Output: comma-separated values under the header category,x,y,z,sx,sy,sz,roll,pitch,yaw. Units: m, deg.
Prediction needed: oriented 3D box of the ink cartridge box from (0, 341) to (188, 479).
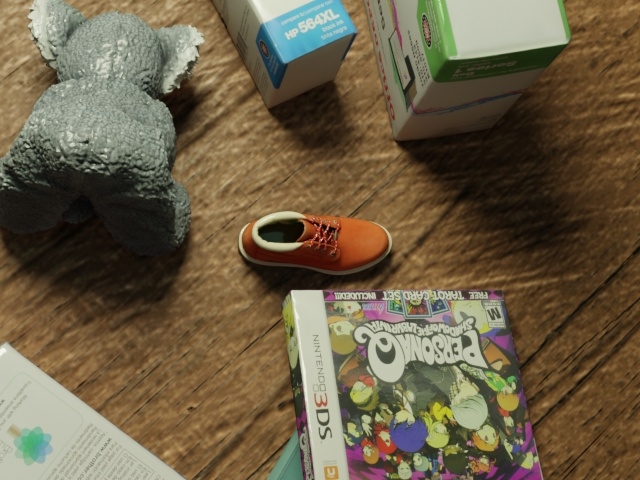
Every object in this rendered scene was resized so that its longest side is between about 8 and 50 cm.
category,x,y,z,sx,sy,sz,roll,pitch,yaw
ink cartridge box,-0.207,0.322,0.991,0.395,0.151,0.270,37,65,-2

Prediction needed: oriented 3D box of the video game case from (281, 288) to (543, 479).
category,x,y,z,sx,sy,sz,roll,pitch,yaw
video game case,0.087,0.149,1.108,0.232,0.042,0.210,1,64,-18

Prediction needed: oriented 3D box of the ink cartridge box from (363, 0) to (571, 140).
category,x,y,z,sx,sy,sz,roll,pitch,yaw
ink cartridge box,0.127,-0.230,1.107,0.117,0.278,0.201,-10,81,-8

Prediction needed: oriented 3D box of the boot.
category,x,y,z,sx,sy,sz,roll,pitch,yaw
boot,0.000,0.000,1.143,0.158,0.084,0.059,-1,78,-11

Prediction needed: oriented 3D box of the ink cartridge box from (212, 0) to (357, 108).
category,x,y,z,sx,sy,sz,roll,pitch,yaw
ink cartridge box,-0.056,-0.255,1.147,0.086,0.148,0.203,-26,85,-12

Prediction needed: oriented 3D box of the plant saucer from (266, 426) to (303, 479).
category,x,y,z,sx,sy,sz,roll,pitch,yaw
plant saucer,-0.013,0.235,1.131,0.067,0.018,0.192,32,75,-3

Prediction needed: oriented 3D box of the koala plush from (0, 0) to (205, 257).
category,x,y,z,sx,sy,sz,roll,pitch,yaw
koala plush,-0.203,-0.127,1.092,0.196,0.203,0.221,11,66,-7
